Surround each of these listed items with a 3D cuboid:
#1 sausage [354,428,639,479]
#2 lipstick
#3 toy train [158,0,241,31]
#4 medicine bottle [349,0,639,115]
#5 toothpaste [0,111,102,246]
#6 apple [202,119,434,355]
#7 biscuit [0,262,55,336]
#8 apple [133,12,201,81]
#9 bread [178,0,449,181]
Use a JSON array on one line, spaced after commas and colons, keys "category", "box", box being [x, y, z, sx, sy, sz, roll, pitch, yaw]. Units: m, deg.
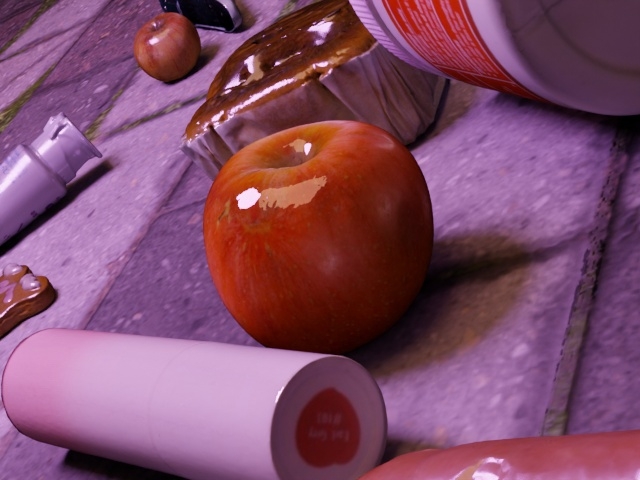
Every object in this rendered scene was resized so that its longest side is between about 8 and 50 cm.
[{"category": "sausage", "box": [0.172, 0.114, 0.550, 0.419, 0.094, 0.094, -11, 55, 39]}, {"category": "lipstick", "box": [-0.095, 0.106, 0.900, 0.327, 0.087, 0.087, 0, 41, 51]}, {"category": "toy train", "box": [-0.139, -0.295, 1.739, 0.051, 0.052, 0.234, -36, 24, -16]}, {"category": "medicine bottle", "box": [0.165, -0.227, 0.992, 0.252, 0.252, 0.241, -39, 26, -11]}, {"category": "toothpaste", "box": [-0.365, -0.014, 1.492, 0.299, 0.073, 0.114, -43, 26, -2]}, {"category": "apple", "box": [0.000, 0.000, 0.929, 0.163, 0.139, 0.163, -16, 23, 7]}, {"category": "biscuit", "box": [-0.342, 0.095, 1.298, 0.205, 0.031, 0.138, -42, 26, -15]}, {"category": "apple", "box": [-0.178, -0.225, 1.637, 0.084, 0.071, 0.084, -23, 34, 17]}, {"category": "bread", "box": [-0.005, -0.135, 1.207, 0.210, 0.110, 0.192, -21, 26, 26]}]
